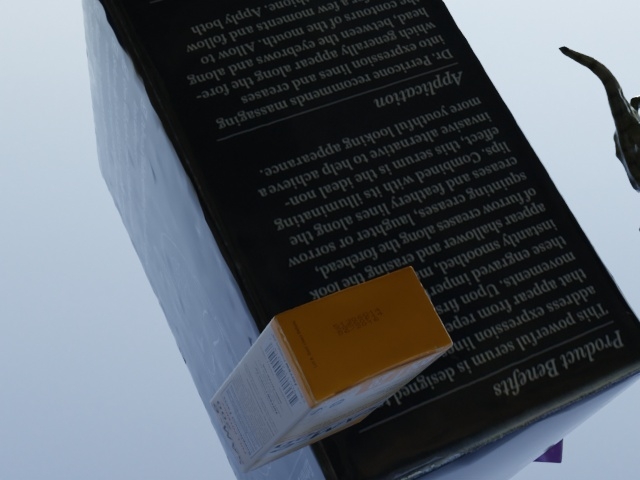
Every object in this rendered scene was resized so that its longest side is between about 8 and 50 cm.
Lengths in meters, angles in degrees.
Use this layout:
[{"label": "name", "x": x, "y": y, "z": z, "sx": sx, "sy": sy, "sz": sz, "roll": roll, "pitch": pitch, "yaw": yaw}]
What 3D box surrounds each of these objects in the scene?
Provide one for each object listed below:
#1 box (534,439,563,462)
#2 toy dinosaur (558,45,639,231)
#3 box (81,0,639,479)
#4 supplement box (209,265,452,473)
[{"label": "box", "x": 0.213, "y": 0.095, "z": 1.077, "sx": 0.057, "sy": 0.201, "sz": 0.293, "roll": 2, "pitch": -176, "yaw": 6}, {"label": "toy dinosaur", "x": 0.390, "y": -0.128, "z": 1.256, "sx": 0.118, "sy": 0.268, "sz": 0.064, "roll": -19, "pitch": 173, "yaw": -34}, {"label": "box", "x": 0.000, "y": 0.000, "z": 0.735, "sx": 0.212, "sy": 0.293, "sz": 0.395, "roll": -20, "pitch": -111, "yaw": -18}, {"label": "supplement box", "x": 0.001, "y": 0.053, "z": 0.406, "sx": 0.062, "sy": 0.098, "sz": 0.036, "roll": -19, "pitch": -108, "yaw": -27}]
